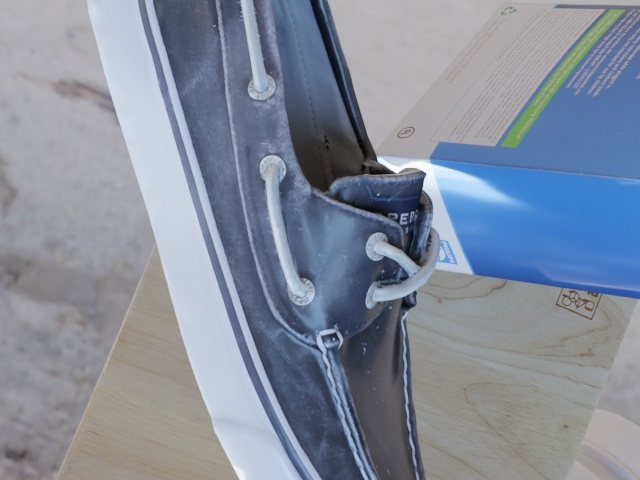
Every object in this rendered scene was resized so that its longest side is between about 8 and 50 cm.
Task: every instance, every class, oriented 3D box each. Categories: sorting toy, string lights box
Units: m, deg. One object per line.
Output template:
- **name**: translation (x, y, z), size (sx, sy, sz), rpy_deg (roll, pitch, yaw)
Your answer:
- **sorting toy**: translation (0.011, 0.085, 0.925), size (0.257, 0.255, 0.089), rpy_deg (23, 175, -7)
- **string lights box**: translation (0.170, -0.041, 0.740), size (0.260, 0.133, 0.076), rpy_deg (9, 135, 39)

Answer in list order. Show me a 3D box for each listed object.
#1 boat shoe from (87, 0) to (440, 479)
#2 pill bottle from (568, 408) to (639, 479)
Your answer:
- **boat shoe**: translation (0.000, 0.000, 0.694), size (0.102, 0.301, 0.108), rpy_deg (-20, 177, 24)
- **pill bottle**: translation (0.090, 0.274, 1.125), size (0.229, 0.408, 0.229), rpy_deg (21, 124, 36)
